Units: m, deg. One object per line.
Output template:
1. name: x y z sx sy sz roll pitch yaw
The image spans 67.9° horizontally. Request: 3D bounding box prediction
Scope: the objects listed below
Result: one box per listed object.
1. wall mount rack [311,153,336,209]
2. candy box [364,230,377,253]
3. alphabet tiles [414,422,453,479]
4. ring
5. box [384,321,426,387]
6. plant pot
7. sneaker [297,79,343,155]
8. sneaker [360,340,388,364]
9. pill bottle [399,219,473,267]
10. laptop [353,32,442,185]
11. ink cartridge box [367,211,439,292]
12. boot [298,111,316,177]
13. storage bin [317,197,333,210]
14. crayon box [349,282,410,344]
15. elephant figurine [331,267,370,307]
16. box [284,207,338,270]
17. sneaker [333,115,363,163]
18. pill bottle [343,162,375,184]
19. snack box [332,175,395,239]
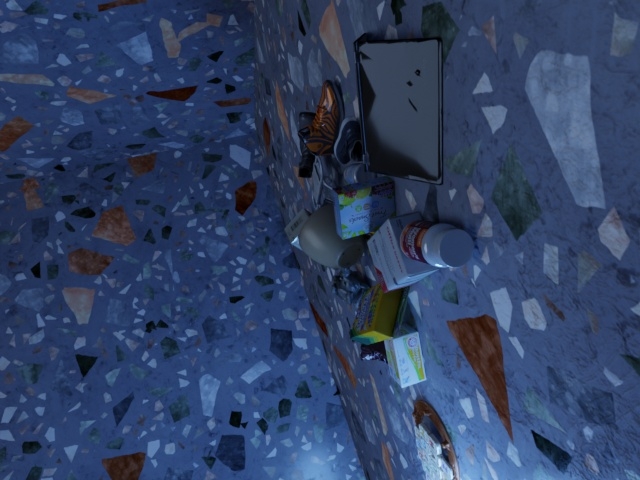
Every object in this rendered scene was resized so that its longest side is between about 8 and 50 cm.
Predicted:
1. wall mount rack: 0.048 -0.228 2.181 0.350 0.131 0.304 99 157 -61
2. candy box: 0.225 0.013 1.892 0.206 0.027 0.105 -160 54 -75
3. alphabet tiles: 0.431 0.852 1.826 0.278 0.021 0.284 -139 36 -68
4. ring: 0.437 0.792 1.849 0.336 0.032 0.336 165 90 -76
5. box: 0.316 0.430 1.798 0.114 0.103 0.203 -149 46 -73
6. plant pot: 0.077 0.007 2.003 0.191 0.284 0.284 50 153 39
7. sneaker: -0.004 -0.489 1.963 0.124 0.180 0.321 -122 22 -52
8. sneaker: 0.257 0.497 1.987 0.281 0.163 0.106 -124 23 -56
9. pill bottle: 0.315 0.009 1.304 0.221 0.121 0.121 -159 56 -74
10. laptop: 0.234 -0.408 1.418 0.408 0.236 0.382 -69 -25 -60
11. ink cartridge box: 0.264 0.045 1.571 0.273 0.114 0.197 117 137 -72
12. boot: -0.052 -0.428 2.198 0.338 0.118 0.222 74 -156 -74
13. storage bin: 0.050 -0.113 2.124 0.135 0.091 0.098 27 151 28
14. crayon box: 0.219 0.272 1.800 0.323 0.083 0.203 132 157 -67
15. elephant figurine: 0.138 0.211 2.171 0.239 0.186 0.169 161 125 -78
16. box: 0.000 0.000 2.204 0.311 0.148 0.121 34 -164 -37
17. sneaker: 0.118 -0.337 1.827 0.226 0.086 0.163 97 157 -56
18. pill bottle: 0.144 -0.251 1.811 0.160 0.087 0.087 -150 47 -73
19. snack box: 0.153 -0.115 1.652 0.070 0.207 0.174 -126 26 -58
